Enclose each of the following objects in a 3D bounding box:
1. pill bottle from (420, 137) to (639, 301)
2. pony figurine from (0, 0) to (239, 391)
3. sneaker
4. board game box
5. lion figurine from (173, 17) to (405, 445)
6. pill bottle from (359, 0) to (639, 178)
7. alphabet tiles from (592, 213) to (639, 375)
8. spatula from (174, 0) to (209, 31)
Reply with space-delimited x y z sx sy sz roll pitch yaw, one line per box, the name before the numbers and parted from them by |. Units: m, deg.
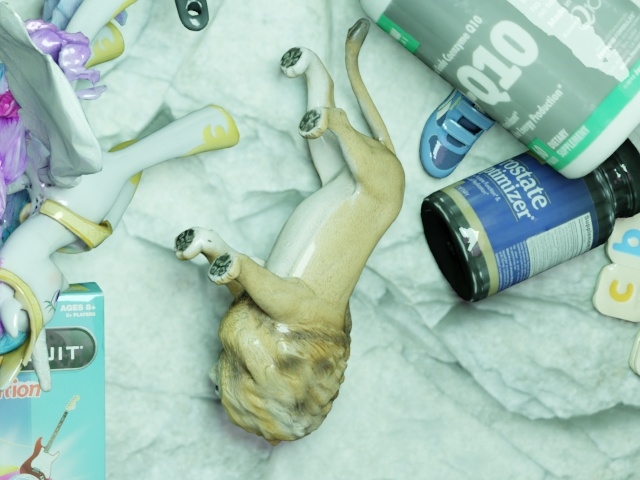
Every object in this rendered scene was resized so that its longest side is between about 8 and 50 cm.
pill bottle | 0.225 -0.032 1.531 0.219 0.123 0.123 -24 102 -12
pony figurine | -0.248 -0.095 1.294 0.363 0.303 0.351 -58 133 -40
sneaker | 0.152 -0.130 1.533 0.053 0.059 0.144 30 89 -19
board game box | -0.337 0.214 1.430 0.254 0.079 0.336 -2 97 -15
lion figurine | 0.000 0.000 1.465 0.240 0.142 0.392 41 78 -38
pill bottle | 0.168 -0.244 1.412 0.361 0.204 0.204 39 85 0
alphabet tiles | 0.439 0.026 1.648 0.278 0.021 0.284 13 93 -19
spatula | -0.143 -0.336 1.398 0.084 0.030 0.296 -9 81 -19
